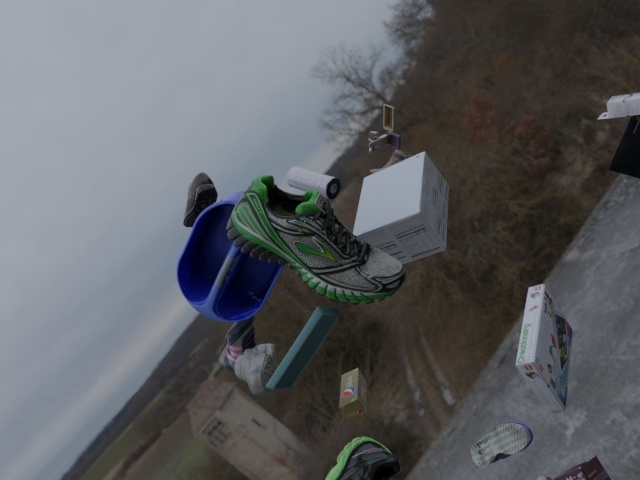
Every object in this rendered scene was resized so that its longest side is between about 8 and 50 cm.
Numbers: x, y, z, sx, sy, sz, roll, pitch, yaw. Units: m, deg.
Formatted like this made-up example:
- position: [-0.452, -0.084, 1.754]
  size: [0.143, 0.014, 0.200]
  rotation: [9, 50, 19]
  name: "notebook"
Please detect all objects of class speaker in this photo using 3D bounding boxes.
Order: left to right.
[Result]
- position: [-0.019, -0.144, 1.554]
  size: [0.136, 0.055, 0.055]
  rotation: [20, 60, 37]
  name: "speaker"

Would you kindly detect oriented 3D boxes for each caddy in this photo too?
- position: [-0.213, 0.044, 1.565]
  size: [0.341, 0.241, 0.179]
  rotation: [-62, 0, 25]
  name: "caddy"

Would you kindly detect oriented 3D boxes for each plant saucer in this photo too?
- position: [-0.030, 0.204, 1.168]
  size: [0.067, 0.018, 0.192]
  rotation: [13, -65, -50]
  name: "plant saucer"

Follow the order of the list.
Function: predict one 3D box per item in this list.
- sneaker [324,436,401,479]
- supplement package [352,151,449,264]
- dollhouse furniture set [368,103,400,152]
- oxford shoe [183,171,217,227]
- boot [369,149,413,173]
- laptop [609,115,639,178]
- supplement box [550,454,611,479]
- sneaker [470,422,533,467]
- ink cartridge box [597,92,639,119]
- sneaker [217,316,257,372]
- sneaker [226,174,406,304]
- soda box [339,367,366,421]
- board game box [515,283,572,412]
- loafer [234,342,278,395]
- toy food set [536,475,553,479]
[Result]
- position: [0.082, 0.800, 1.843]
  size: [0.202, 0.185, 0.482]
  rotation: [13, 52, 32]
  name: "sneaker"
- position: [0.221, -0.079, 1.699]
  size: [0.204, 0.145, 0.261]
  rotation: [-22, 34, 30]
  name: "supplement package"
- position: [0.132, -0.269, 1.505]
  size: [0.081, 0.091, 0.114]
  rotation: [-29, -47, -31]
  name: "dollhouse furniture set"
- position: [-0.362, -0.119, 1.874]
  size: [0.083, 0.096, 0.227]
  rotation: [-3, -31, -31]
  name: "oxford shoe"
- position: [0.210, -0.220, 1.817]
  size: [0.042, 0.119, 0.086]
  rotation: [-71, -4, -82]
  name: "boot"
- position: [0.766, -0.183, 1.291]
  size: [0.136, 0.265, 0.234]
  rotation: [-51, -25, -50]
  name: "laptop"
- position: [0.542, 0.538, 1.176]
  size: [0.073, 0.239, 0.130]
  rotation: [-39, -27, 26]
  name: "supplement box"
- position: [0.650, 0.686, 2.168]
  size: [0.146, 0.102, 0.293]
  rotation: [-9, -28, -31]
  name: "sneaker"
- position: [0.502, -0.222, 1.031]
  size: [0.083, 0.028, 0.048]
  rotation: [-2, 22, 36]
  name: "ink cartridge box"
- position: [-0.229, 0.329, 1.966]
  size: [0.112, 0.131, 0.319]
  rotation: [-48, -11, -35]
  name: "sneaker"
- position: [0.000, 0.000, 1.144]
  size: [0.134, 0.344, 0.146]
  rotation: [-67, 2, -55]
  name: "sneaker"
- position: [0.098, 0.455, 1.864]
  size: [0.061, 0.058, 0.181]
  rotation: [-27, 13, 12]
  name: "soda box"
- position: [0.618, 0.290, 1.721]
  size: [0.053, 0.193, 0.305]
  rotation: [-21, 26, 37]
  name: "board game box"
- position: [-0.177, 0.353, 1.702]
  size: [0.112, 0.111, 0.319]
  rotation: [-11, 0, -1]
  name: "loafer"
- position: [0.652, 0.808, 1.836]
  size: [0.111, 0.105, 0.232]
  rotation: [-47, 36, 38]
  name: "toy food set"
